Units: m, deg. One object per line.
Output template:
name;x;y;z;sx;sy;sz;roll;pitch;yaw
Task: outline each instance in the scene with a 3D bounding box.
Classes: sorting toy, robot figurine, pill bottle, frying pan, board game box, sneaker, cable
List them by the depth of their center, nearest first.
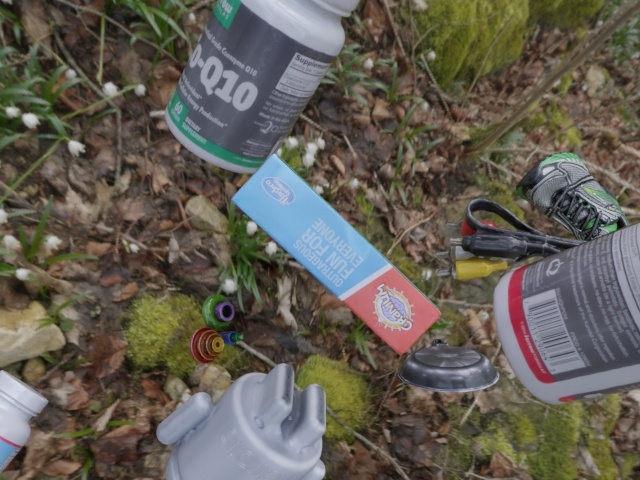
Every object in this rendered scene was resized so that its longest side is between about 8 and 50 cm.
pill bottle;0.372;0.065;0.611;0.176;0.319;0.176;24;53;-35
pill bottle;-0.392;0.232;0.628;0.087;0.087;0.160;31;66;7
board game box;0.000;0.000;0.707;0.242;0.316;0.064;43;90;-9
sorting toy;-0.135;0.121;0.753;0.042;0.061;0.102;-11;47;38
cable;0.331;0.010;0.887;0.287;0.072;0.139;8;64;20
pill bottle;-0.090;-0.305;0.903;0.204;0.204;0.361;41;118;10
robot figurine;-0.138;0.378;0.989;0.300;0.199;0.353;37;110;-12
frying pan;0.284;0.245;1.166;0.197;0.326;0.053;1;99;29
sneaker;0.555;-0.074;1.179;0.344;0.134;0.146;20;36;-30
